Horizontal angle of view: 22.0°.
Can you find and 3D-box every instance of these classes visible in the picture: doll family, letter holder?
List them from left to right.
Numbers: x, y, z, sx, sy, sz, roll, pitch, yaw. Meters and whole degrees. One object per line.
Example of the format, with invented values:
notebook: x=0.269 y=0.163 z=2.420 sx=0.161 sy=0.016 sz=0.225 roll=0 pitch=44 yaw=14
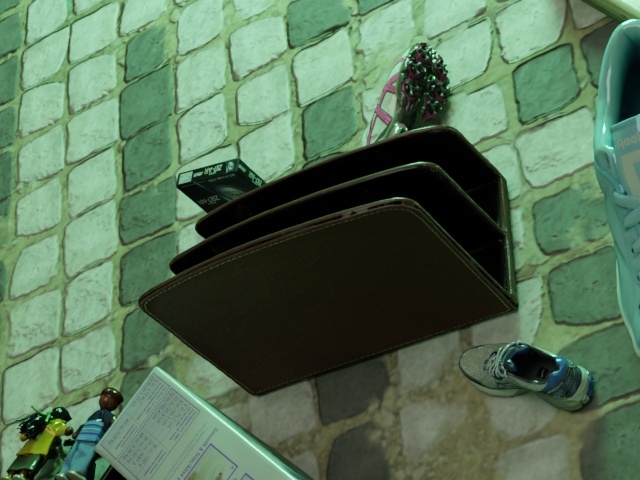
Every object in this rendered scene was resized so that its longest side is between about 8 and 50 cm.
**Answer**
doll family: x=-0.264 y=0.213 z=1.706 sx=0.193 sy=0.076 sz=0.111 roll=-5 pitch=42 yaw=38
letter holder: x=0.000 y=0.000 z=1.552 sx=0.302 sy=0.214 sz=0.152 roll=-21 pitch=51 yaw=27

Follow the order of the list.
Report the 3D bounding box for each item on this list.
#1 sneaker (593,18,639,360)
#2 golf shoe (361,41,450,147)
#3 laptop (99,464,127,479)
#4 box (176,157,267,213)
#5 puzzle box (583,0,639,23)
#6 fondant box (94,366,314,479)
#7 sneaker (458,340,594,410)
sneaker: x=0.286 y=-0.030 z=1.392 sx=0.135 sy=0.150 sz=0.366 roll=-24 pitch=49 yaw=25
golf shoe: x=0.076 y=-0.123 z=1.681 sx=0.086 sy=0.067 sz=0.186 roll=-18 pitch=44 yaw=45
laptop: x=-0.207 y=0.233 z=1.568 sx=0.234 sy=0.136 sz=0.264 roll=-55 pitch=27 yaw=-7
box: x=-0.104 y=-0.057 z=1.779 sx=0.083 sy=0.067 sz=0.018 roll=-12 pitch=54 yaw=31
puzzle box: x=0.406 y=-0.292 z=1.547 sx=0.272 sy=0.052 sz=0.409 roll=-48 pitch=44 yaw=0
fondant box: x=-0.010 y=0.258 z=1.367 sx=0.330 sy=0.238 sz=0.096 roll=30 pitch=82 yaw=46
sneaker: x=0.174 y=0.109 z=1.453 sx=0.135 sy=0.058 sz=0.052 roll=7 pitch=66 yaw=42
